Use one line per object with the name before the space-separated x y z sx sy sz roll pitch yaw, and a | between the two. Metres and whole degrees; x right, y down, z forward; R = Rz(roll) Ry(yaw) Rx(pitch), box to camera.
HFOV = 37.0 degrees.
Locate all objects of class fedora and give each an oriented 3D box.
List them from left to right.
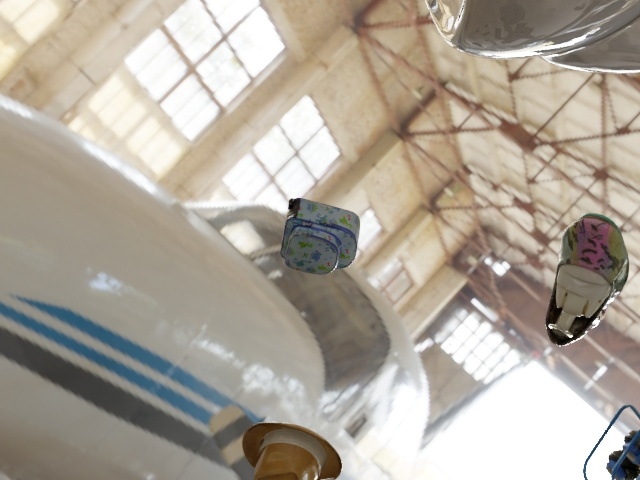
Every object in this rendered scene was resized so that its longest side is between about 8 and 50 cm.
fedora | -0.058 0.391 1.637 0.194 0.079 0.194 11 -45 11

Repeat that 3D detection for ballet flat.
ballet flat | 0.278 0.057 1.023 0.077 0.079 0.221 27 -22 19

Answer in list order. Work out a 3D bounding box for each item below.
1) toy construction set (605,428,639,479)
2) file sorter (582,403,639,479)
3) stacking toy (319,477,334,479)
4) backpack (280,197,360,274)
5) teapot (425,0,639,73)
toy construction set | 0.482 0.341 1.262 0.215 0.151 0.328 51 -28 23
file sorter | 0.406 0.271 1.084 0.170 0.118 0.104 19 22 -16
stacking toy | -0.054 0.375 1.049 0.052 0.167 0.221 102 -18 -79
backpack | 0.000 0.000 1.438 0.114 0.084 0.105 10 -41 -3
teapot | 0.143 -0.227 0.501 0.256 0.187 0.253 80 -1 -66
